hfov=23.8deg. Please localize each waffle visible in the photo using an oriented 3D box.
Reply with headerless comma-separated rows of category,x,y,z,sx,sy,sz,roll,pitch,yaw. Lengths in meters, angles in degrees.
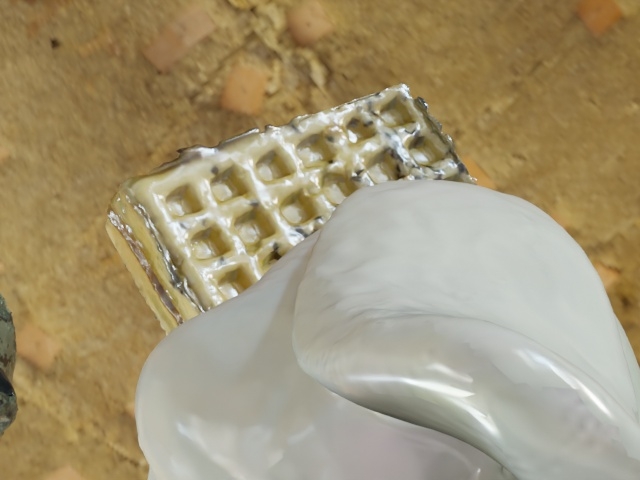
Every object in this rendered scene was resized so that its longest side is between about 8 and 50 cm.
waffle,0.000,0.000,1.578,0.376,0.261,0.114,-21,-26,-29

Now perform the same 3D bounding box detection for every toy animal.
toy animal,0.035,0.100,0.411,0.174,0.289,0.249,-12,-28,0

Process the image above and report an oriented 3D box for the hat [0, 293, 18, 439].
hat,-0.374,0.160,1.491,0.265,0.128,0.266,-27,-48,-33
